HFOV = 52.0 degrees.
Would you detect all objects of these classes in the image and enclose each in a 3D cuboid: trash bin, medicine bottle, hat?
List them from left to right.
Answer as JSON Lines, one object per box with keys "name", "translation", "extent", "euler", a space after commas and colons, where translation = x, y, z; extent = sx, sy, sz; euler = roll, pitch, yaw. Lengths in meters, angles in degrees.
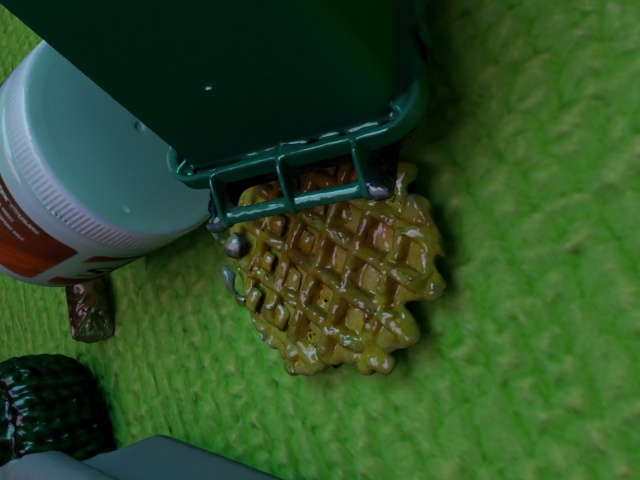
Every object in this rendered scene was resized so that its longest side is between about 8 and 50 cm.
{"name": "hat", "translation": [-0.463, 0.302, 0.885], "extent": [0.242, 0.332, 0.274], "euler": [-47, 61, 34]}
{"name": "medicine bottle", "translation": [-0.275, -0.089, 0.773], "extent": [0.241, 0.253, 0.252], "euler": [-22, 74, 42]}
{"name": "trash bin", "translation": [-0.094, -0.205, 0.474], "extent": [0.259, 0.381, 0.295], "euler": [-10, 66, 29]}

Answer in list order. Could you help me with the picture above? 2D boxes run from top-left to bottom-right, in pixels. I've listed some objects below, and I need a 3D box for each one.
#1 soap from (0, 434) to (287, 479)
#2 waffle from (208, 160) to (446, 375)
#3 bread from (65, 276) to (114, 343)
{"name": "soap", "translation": [-0.151, 0.405, 0.664], "extent": [0.435, 0.213, 0.350], "euler": [-3, 84, 44]}
{"name": "waffle", "translation": [0.002, 0.000, 0.642], "extent": [0.262, 0.060, 0.280], "euler": [-24, 73, 37]}
{"name": "bread", "translation": [-0.341, 0.091, 0.966], "extent": [0.066, 0.060, 0.110], "euler": [127, 132, -66]}
